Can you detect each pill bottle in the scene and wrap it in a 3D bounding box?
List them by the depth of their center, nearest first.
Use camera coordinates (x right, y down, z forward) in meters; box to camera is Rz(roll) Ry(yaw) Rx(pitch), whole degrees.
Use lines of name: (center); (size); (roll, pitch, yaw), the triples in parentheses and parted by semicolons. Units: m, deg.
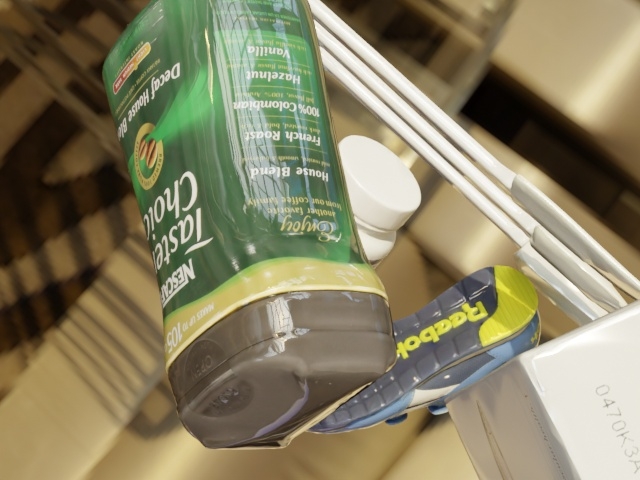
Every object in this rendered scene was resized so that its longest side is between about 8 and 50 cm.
pill bottle: (0.000, 0.000, 1.199); (0.078, 0.078, 0.137); (-9, 147, -52)

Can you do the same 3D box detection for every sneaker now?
sneaker: (0.051, 0.067, 0.952); (0.144, 0.053, 0.059); (-23, 148, 7)

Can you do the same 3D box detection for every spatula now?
spatula: (0.069, -0.032, 0.894); (0.019, 0.242, 0.168); (-47, 166, -2)

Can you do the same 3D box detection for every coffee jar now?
coffee jar: (-0.031, -0.011, 0.753); (0.079, 0.184, 0.096); (3, 151, -35)

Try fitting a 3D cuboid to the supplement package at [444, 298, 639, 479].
supplement package: (0.122, 0.075, 0.653); (0.105, 0.105, 0.179); (-24, 173, -7)
